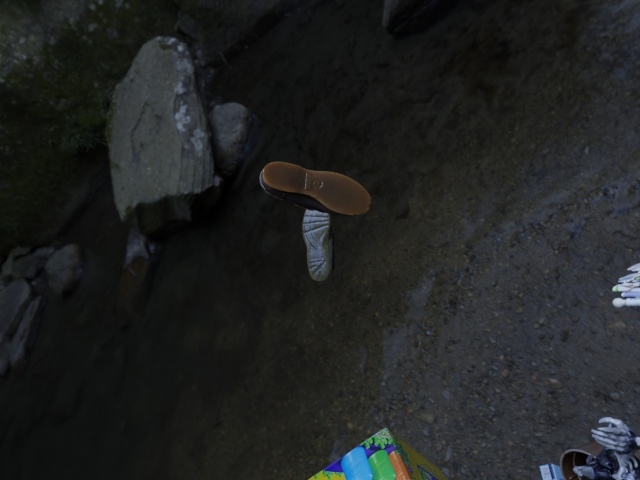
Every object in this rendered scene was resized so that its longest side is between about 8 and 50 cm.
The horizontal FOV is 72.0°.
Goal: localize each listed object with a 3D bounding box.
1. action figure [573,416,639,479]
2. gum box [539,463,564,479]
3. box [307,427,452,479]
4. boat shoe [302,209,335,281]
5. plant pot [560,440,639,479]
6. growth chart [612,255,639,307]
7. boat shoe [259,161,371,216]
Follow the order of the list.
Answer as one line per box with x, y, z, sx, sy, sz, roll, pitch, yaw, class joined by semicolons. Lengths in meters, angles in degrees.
0.452;0.348;0.642;0.276;0.141;0.164;114;172;-69;action figure
0.675;0.703;1.176;0.041;0.184;0.157;-41;32;38;gum box
0.035;0.388;0.383;0.290;0.177;0.279;-38;36;6;box
0.001;0.001;1.211;0.080;0.073;0.224;-6;83;20;boat shoe
0.722;0.566;1.087;0.167;0.165;0.167;42;140;50;plant pot
0.555;0.054;0.687;0.172;0.237;0.021;-19;95;50;growth chart
-0.011;-0.092;0.812;0.073;0.207;0.073;143;145;-72;boat shoe
